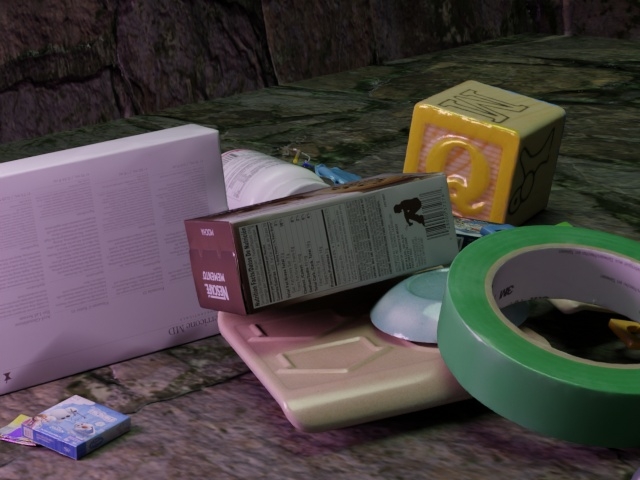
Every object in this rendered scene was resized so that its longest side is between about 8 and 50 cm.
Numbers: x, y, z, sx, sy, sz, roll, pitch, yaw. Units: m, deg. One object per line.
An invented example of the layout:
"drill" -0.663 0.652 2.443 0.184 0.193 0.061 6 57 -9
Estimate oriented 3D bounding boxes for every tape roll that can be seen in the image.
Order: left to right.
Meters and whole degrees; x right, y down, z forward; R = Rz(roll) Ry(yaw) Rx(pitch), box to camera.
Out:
"tape roll" 0.291 0.097 1.542 0.321 0.077 0.321 5 32 -3

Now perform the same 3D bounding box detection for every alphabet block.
"alphabet block" 0.265 -0.135 2.294 0.193 0.192 0.197 19 25 26

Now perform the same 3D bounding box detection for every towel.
"towel" -0.343 0.224 1.661 0.083 0.009 0.060 4 20 33

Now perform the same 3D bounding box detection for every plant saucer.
"plant saucer" 0.155 0.069 1.693 0.195 0.037 0.195 -5 20 2

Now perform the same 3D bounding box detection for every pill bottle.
"pill bottle" -0.076 -0.050 2.246 0.160 0.160 0.283 -14 18 -24

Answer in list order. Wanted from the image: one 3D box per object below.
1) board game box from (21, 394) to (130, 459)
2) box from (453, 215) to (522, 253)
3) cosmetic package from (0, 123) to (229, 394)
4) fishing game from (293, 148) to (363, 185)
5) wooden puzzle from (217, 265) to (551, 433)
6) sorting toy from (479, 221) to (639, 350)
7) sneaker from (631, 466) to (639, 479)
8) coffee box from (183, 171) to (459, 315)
"board game box" -0.283 0.215 1.626 0.090 0.020 0.090 16 25 32
"box" 0.230 0.004 1.999 0.233 0.044 0.159 9 10 -27
"cosmetic package" -0.302 0.020 1.863 0.377 0.284 0.097 -14 16 -26
"fishing game" 0.068 -0.074 2.325 0.264 0.041 0.189 26 11 -8
"wooden puzzle" 0.069 0.136 1.703 0.322 0.080 0.348 -11 21 -15
"sorting toy" 0.351 0.042 1.809 0.196 0.047 0.348 3 24 -31
"sneaker" 0.391 0.207 1.296 0.300 0.111 0.121 -10 5 -31
"coffee box" 0.000 0.000 1.755 0.297 0.118 0.168 -14 8 -23
